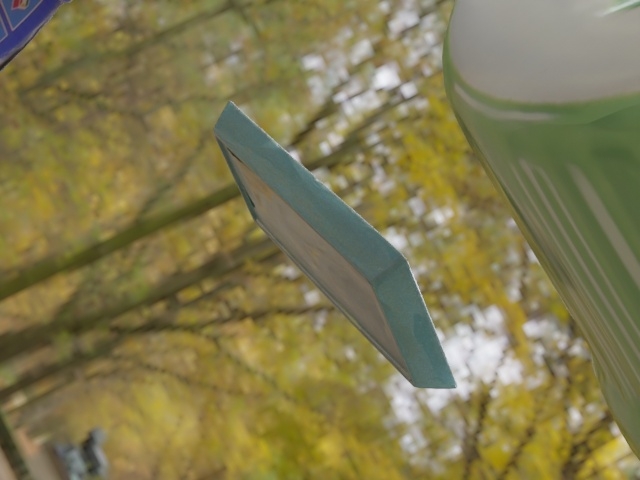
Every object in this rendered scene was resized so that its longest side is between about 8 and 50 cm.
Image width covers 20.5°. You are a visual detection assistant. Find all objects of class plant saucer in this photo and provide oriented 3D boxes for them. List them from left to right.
[{"bbox_3d":[0.000,0.000,0.749,0.192,0.018,0.067,43,-20,57],"label":"plant saucer"}]

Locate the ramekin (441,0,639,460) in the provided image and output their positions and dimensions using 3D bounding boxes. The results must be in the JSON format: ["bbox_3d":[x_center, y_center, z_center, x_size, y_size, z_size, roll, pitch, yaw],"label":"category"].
[{"bbox_3d":[0.183,-0.070,0.526,0.148,0.303,0.303,52,-6,-22],"label":"ramekin"}]

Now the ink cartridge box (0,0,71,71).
[{"bbox_3d":[-0.061,-0.208,0.522,0.065,0.311,0.186,13,41,-46],"label":"ink cartridge box"}]
